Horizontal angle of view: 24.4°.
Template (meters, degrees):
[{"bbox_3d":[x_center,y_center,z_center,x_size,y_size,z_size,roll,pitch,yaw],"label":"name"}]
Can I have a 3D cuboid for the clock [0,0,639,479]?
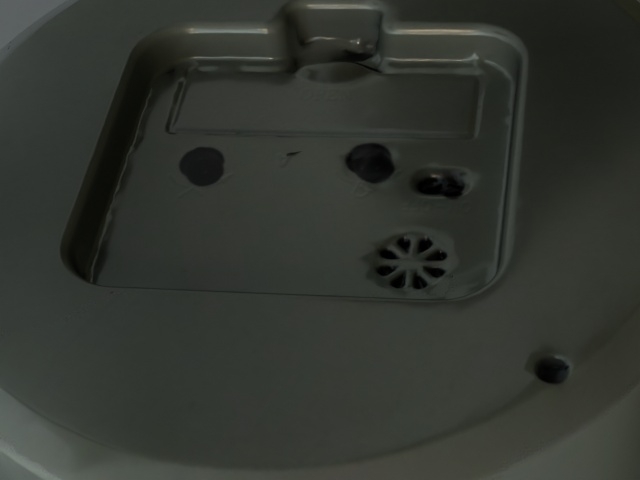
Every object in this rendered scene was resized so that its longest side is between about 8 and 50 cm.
[{"bbox_3d":[0.000,0.000,0.425,0.083,0.230,0.230,83,-158,-45],"label":"clock"}]
